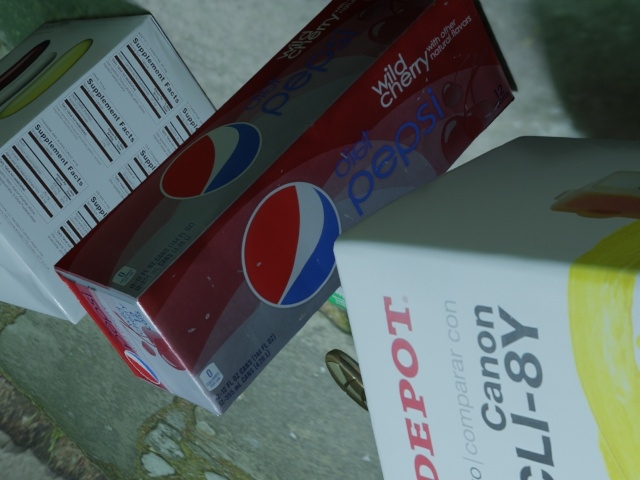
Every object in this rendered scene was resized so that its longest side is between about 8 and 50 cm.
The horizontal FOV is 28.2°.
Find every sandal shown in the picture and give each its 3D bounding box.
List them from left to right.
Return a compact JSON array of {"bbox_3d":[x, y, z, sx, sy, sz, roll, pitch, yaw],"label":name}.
[{"bbox_3d":[0.078,0.141,1.133,0.180,0.049,0.072,34,165,-18],"label":"sandal"}]

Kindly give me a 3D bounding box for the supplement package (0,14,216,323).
[{"bbox_3d":[-0.214,-0.064,1.040,0.194,0.203,0.149,8,139,51],"label":"supplement package"}]

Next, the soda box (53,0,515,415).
[{"bbox_3d":[-0.012,-0.036,0.693,0.083,0.263,0.092,15,144,48],"label":"soda box"}]

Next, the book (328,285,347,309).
[{"bbox_3d":[0.000,0.000,1.033,0.096,0.035,0.144,22,151,47],"label":"book"}]

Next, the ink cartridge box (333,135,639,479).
[{"bbox_3d":[0.210,0.114,0.560,0.385,0.160,0.279,8,117,46],"label":"ink cartridge box"}]
